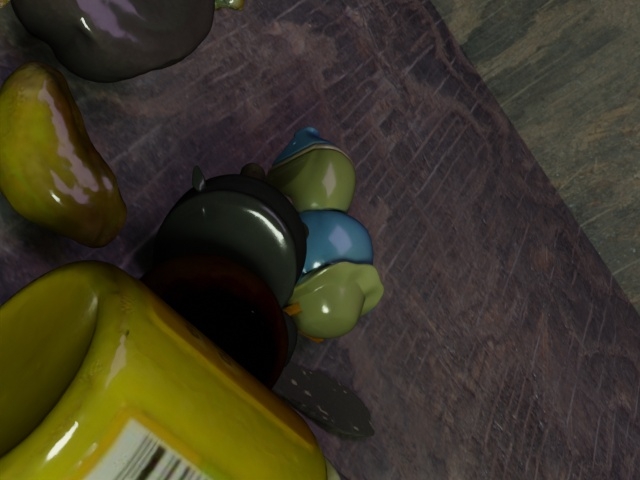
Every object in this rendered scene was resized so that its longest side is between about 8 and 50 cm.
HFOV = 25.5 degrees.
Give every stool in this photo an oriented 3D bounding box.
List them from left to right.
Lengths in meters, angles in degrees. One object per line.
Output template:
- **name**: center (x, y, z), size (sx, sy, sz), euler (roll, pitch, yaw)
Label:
- **stool**: center (-0.093, 0.027, 1.523), size (0.139, 0.153, 0.228), euler (-64, 160, -68)

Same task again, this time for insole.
- **insole**: center (-0.012, 0.177, 1.642), size (0.248, 0.011, 0.081), euler (34, 29, -43)

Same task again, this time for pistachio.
- **pistachio**: center (-0.260, -0.073, 1.344), size (0.110, 0.100, 0.189), euler (-28, 95, -46)

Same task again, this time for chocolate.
- **chocolate**: center (-0.116, 0.089, 1.378), size (0.177, 0.176, 0.177), euler (45, 25, -28)

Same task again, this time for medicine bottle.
- **medicine bottle**: center (-0.107, 0.206, 1.121), size (0.384, 0.224, 0.224), euler (42, 27, -31)

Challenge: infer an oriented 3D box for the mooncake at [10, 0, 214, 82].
- **mooncake**: center (-0.228, -0.291, 1.563), size (0.245, 0.133, 0.245), euler (8, 78, -41)

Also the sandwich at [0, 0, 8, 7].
- **sandwich**: center (-0.344, -0.151, 1.149), size (0.065, 0.186, 0.215), euler (47, 22, -19)

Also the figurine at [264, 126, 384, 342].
- **figurine**: center (0.002, -0.002, 1.719), size (0.180, 0.153, 0.262), euler (70, 20, -50)

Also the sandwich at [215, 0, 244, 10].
- **sandwich**: center (-0.204, -0.448, 1.775), size (0.325, 0.131, 0.262), euler (15, 82, -62)
